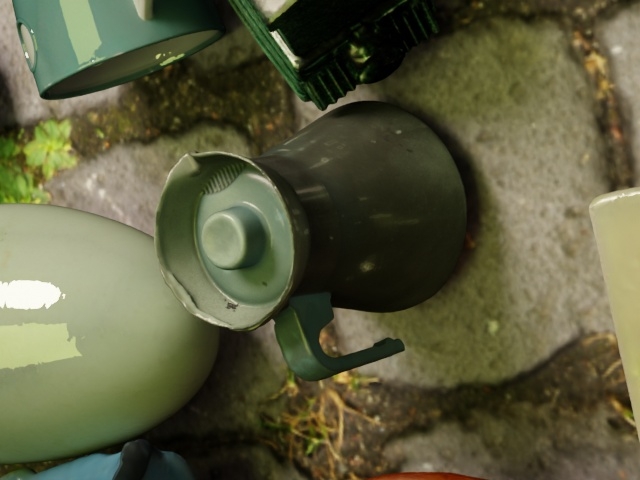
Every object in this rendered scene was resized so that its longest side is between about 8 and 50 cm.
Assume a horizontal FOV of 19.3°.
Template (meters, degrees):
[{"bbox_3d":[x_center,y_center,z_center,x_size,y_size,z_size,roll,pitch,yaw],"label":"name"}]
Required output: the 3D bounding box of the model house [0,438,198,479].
[{"bbox_3d":[-0.203,0.321,1.608,0.303,0.215,0.237,-15,132,40],"label":"model house"}]

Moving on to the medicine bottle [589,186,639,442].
[{"bbox_3d":[0.366,0.050,1.167,0.406,0.235,0.236,-10,92,37],"label":"medicine bottle"}]

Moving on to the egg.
[{"bbox_3d":[-0.252,0.081,1.641,0.370,0.230,0.230,-3,96,30],"label":"egg"}]

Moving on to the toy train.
[{"bbox_3d":[-0.043,-0.264,1.438,0.138,0.178,0.330,-35,73,1],"label":"toy train"}]

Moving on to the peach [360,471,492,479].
[{"bbox_3d":[0.107,0.334,1.379,0.372,0.290,0.373,7,103,33],"label":"peach"}]

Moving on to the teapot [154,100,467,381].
[{"bbox_3d":[0.000,0.000,1.438,0.171,0.225,0.203,-29,81,37],"label":"teapot"}]

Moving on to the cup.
[{"bbox_3d":[-0.184,-0.225,1.568,0.173,0.167,0.299,70,158,2],"label":"cup"}]
